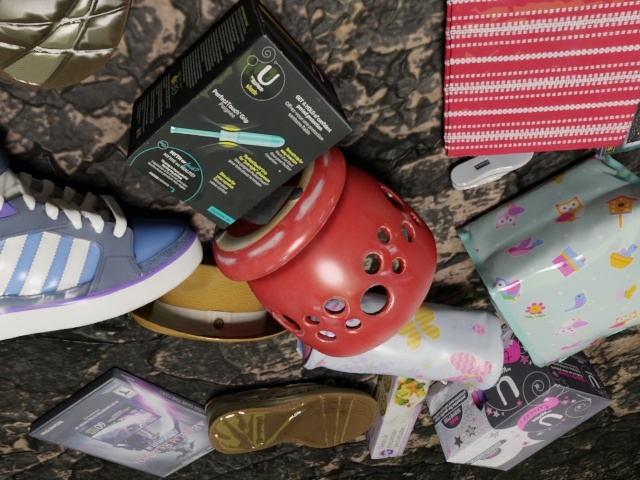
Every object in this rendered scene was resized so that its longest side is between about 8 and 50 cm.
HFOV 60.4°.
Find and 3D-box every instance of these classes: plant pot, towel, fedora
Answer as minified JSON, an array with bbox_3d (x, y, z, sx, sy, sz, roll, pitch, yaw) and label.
[{"bbox_3d":[0.000,0.000,0.580,0.191,0.191,0.174,-35,123,18],"label":"plant pot"},{"bbox_3d":[0.218,-0.201,0.520,0.199,0.031,0.275,-2,135,8],"label":"towel"},{"bbox_3d":[-0.126,0.064,0.655,0.194,0.194,0.079,7,94,-20],"label":"fedora"}]

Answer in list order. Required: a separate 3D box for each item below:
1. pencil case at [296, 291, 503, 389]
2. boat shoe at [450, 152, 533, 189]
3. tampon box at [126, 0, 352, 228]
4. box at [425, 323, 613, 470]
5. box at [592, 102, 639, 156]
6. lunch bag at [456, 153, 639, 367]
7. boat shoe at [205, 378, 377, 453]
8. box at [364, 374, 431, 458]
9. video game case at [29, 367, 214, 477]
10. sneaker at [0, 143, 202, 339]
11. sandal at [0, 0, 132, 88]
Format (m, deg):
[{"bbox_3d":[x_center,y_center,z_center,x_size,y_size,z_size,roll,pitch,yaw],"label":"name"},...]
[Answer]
[{"bbox_3d":[0.109,0.135,0.754,0.273,0.113,0.124,10,150,-10],"label":"pencil case"},{"bbox_3d":[0.203,-0.087,0.655,0.100,0.035,0.035,-25,161,5],"label":"boat shoe"},{"bbox_3d":[-0.076,-0.114,0.507,0.161,0.101,0.120,-35,131,18],"label":"tampon box"},{"bbox_3d":[0.326,0.269,0.941,0.163,0.142,0.247,20,124,-30],"label":"box"},{"bbox_3d":[0.379,-0.208,0.572,0.159,0.044,0.233,-12,134,-2],"label":"box"},{"bbox_3d":[0.339,0.049,0.728,0.223,0.160,0.262,-31,126,14],"label":"lunch bag"},{"bbox_3d":[-0.044,0.278,0.908,0.285,0.089,0.104,3,106,-20],"label":"boat shoe"},{"bbox_3d":[0.134,0.268,0.946,0.063,0.067,0.324,-2,134,-10],"label":"box"},{"bbox_3d":[-0.294,0.311,0.908,0.196,0.026,0.274,-34,130,18],"label":"video game case"},{"bbox_3d":[-0.277,-0.042,0.510,0.323,0.130,0.236,-15,119,-26],"label":"sneaker"},{"bbox_3d":[-0.186,-0.218,0.419,0.090,0.060,0.219,13,114,-32],"label":"sandal"}]
